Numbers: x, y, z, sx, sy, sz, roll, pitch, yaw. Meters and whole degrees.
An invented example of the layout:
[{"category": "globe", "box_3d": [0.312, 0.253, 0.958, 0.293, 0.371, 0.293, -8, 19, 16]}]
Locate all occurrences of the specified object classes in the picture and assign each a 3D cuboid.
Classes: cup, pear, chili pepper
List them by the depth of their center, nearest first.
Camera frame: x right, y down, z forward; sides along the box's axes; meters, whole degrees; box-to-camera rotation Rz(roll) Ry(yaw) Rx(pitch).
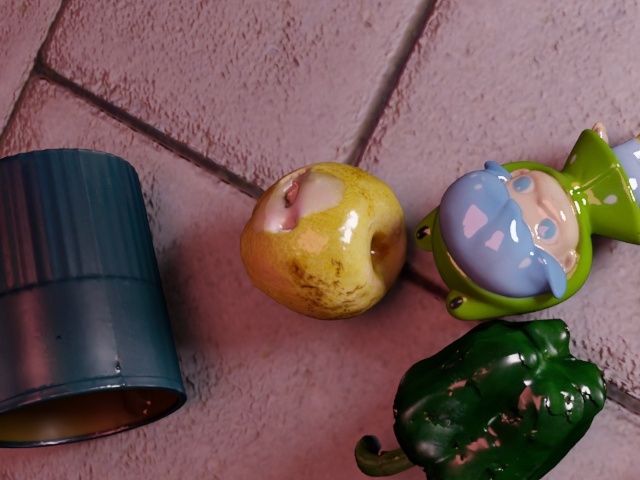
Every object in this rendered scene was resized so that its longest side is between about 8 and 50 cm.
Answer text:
[{"category": "chili pepper", "box_3d": [0.145, 0.181, 1.264, 0.165, 0.174, 0.261, 48, 117, 3]}, {"category": "pear", "box_3d": [0.000, 0.000, 1.373, 0.178, 0.178, 0.178, -5, 79, 29]}, {"category": "cup", "box_3d": [-0.299, 0.076, 1.520, 0.242, 0.308, 0.292, -11, 73, -5]}]

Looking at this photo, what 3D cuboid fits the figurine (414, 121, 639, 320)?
[{"category": "figurine", "box_3d": [0.226, -0.022, 1.270, 0.263, 0.143, 0.162, -26, 70, 6]}]
